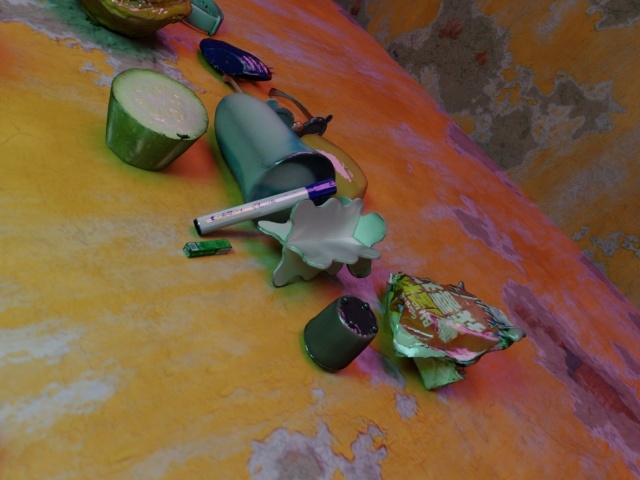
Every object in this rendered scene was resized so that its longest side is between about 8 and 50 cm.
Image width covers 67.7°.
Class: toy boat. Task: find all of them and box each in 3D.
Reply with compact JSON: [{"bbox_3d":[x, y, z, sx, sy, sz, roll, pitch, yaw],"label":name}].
[{"bbox_3d":[-0.234,-0.524,1.362,0.219,0.072,0.318,19,26,-14],"label":"toy boat"}]

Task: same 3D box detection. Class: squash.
[{"bbox_3d":[-0.294,-0.203,0.834,0.170,0.123,0.170,28,33,-20],"label":"squash"}]

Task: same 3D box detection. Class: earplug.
[{"bbox_3d":[-0.123,-0.197,0.975,0.185,0.185,0.324,6,40,-43],"label":"earplug"}]

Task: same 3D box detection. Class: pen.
[{"bbox_3d":[-0.092,-0.062,0.844,0.269,0.033,0.033,-19,59,-23],"label":"pen"}]

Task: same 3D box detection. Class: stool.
[{"bbox_3d":[0.033,0.143,0.754,0.096,0.110,0.096,25,38,-21],"label":"stool"}]

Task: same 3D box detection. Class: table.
[{"bbox_3d":[0.000,0.000,0.857,0.198,0.166,0.166,-7,54,-50],"label":"table"}]

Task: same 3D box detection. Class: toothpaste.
[{"bbox_3d":[-0.183,0.013,0.780,0.083,0.017,0.020,-6,51,-51],"label":"toothpaste"}]

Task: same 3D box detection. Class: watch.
[{"bbox_3d":[-0.392,-0.715,1.450,0.195,0.068,0.237,0,45,-50],"label":"watch"}]

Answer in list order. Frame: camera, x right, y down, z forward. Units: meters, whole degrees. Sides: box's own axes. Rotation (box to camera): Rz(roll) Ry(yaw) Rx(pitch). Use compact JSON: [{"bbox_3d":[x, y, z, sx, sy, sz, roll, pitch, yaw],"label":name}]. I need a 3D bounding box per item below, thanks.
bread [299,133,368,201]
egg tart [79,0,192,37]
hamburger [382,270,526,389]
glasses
[{"bbox_3d":[0.027,-0.179,1.180,0.217,0.098,0.147,38,34,-1],"label":"bread"},{"bbox_3d":[-0.477,-0.595,1.112,0.339,0.153,0.351,-8,55,-51],"label":"egg tart"},{"bbox_3d":[0.241,0.179,0.929,0.276,0.150,0.260,12,21,-15],"label":"hamburger"},{"bbox_3d":[-0.121,-0.370,1.246,0.234,0.118,0.268,-3,50,-45],"label":"glasses"}]
